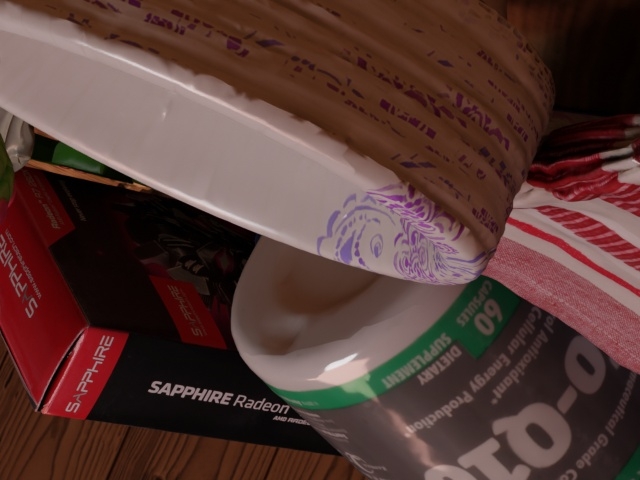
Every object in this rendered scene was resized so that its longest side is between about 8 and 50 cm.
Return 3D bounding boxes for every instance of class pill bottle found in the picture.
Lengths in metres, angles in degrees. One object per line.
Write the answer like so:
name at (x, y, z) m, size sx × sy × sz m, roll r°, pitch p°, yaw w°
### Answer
pill bottle at (0.126, 0.108, 1.293) m, size 0.361 × 0.204 × 0.204 m, roll 44°, pitch 161°, yaw -31°

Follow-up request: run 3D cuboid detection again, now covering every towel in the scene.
towel at (0.180, 0.019, 0.968) m, size 0.237 × 0.037 × 0.329 m, roll 28°, pitch 168°, yaw -16°

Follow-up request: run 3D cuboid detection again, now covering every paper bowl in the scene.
paper bowl at (-0.032, -0.101, 0.869) m, size 0.284 × 0.148 × 0.284 m, roll 22°, pitch 172°, yaw 3°

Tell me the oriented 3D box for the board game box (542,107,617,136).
board game box at (0.288, 0.032, 1.102) m, size 0.318 × 0.066 × 0.318 m, roll 32°, pitch 167°, yaw -40°

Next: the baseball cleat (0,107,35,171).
baseball cleat at (-0.239, -0.129, 1.470) m, size 0.072 × 0.109 × 0.206 m, roll -4°, pitch 153°, yaw -26°

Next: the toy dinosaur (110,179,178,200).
toy dinosaur at (-0.142, -0.040, 1.846) m, size 0.112 × 0.064 × 0.211 m, roll 7°, pitch -171°, yaw -28°

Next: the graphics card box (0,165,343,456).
graphics card box at (-0.087, 0.063, 1.599) m, size 0.370 × 0.094 × 0.233 m, roll 14°, pitch -154°, yaw -35°

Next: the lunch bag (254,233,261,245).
lunch bag at (0.000, 0.000, 1.572) m, size 0.067 × 0.098 × 0.065 m, roll 52°, pitch 174°, yaw 13°

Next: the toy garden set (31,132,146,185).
toy garden set at (-0.140, -0.068, 1.648) m, size 0.244 × 0.049 × 0.204 m, roll 14°, pitch 179°, yaw 9°

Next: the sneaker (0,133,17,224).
sneaker at (-0.324, -0.125, 1.244) m, size 0.202 × 0.185 × 0.483 m, roll 53°, pitch 175°, yaw -31°
